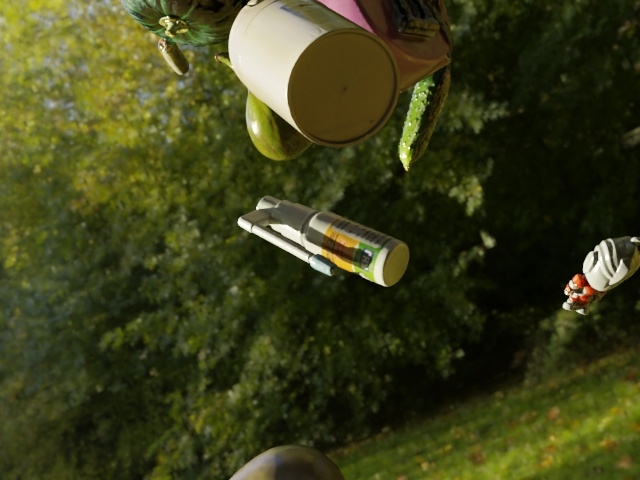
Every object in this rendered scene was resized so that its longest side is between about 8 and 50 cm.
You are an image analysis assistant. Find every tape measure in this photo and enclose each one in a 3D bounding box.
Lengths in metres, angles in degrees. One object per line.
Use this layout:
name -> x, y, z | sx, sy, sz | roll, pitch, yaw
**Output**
tape measure -> 0.073, -0.321, 1.370 | 0.149, 0.245, 0.232 | -27, -12, 38

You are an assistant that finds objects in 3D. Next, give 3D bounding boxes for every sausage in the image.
sausage -> -0.263, -0.332, 1.811 | 0.033, 0.032, 0.269 | -24, 1, -1

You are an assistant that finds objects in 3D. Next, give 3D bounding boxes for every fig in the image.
fig -> -0.102, -0.284, 2.016 | 0.151, 0.259, 0.151 | -27, 8, 4

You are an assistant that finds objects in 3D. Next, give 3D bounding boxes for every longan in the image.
longan -> -0.049, 0.371, 1.302 | 0.212, 0.198, 0.198 | -43, -7, 10

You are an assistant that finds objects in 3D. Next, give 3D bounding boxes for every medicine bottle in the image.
medicine bottle -> 0.000, 0.000, 1.290 | 0.221, 0.061, 0.092 | 24, 37, 32

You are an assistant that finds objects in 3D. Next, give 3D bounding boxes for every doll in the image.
doll -> 0.453, 0.053, 1.610 | 0.094, 0.079, 0.180 | 17, -53, -21

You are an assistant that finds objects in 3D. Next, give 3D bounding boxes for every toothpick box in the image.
toothpick box -> -0.011, -0.163, 0.932 | 0.111, 0.111, 0.180 | -24, 30, -10

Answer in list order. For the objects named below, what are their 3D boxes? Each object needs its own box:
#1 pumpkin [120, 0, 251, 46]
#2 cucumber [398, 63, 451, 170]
pumpkin -> -0.184, -0.343, 1.371 | 0.202, 0.140, 0.202 | 11, -16, 3
cucumber -> 0.196, -0.241, 1.908 | 0.069, 0.227, 0.069 | 19, -1, 0
